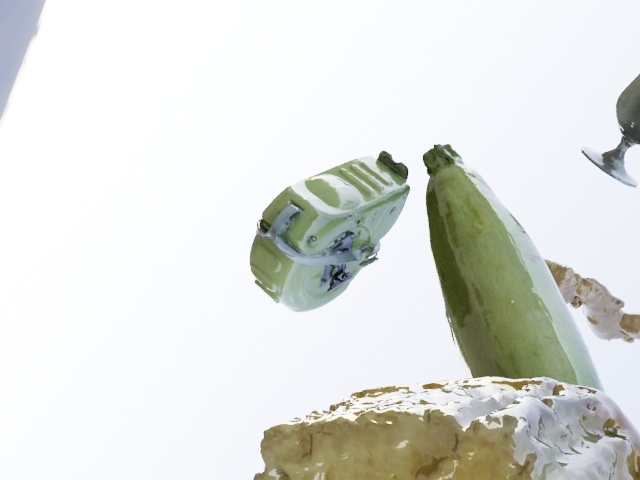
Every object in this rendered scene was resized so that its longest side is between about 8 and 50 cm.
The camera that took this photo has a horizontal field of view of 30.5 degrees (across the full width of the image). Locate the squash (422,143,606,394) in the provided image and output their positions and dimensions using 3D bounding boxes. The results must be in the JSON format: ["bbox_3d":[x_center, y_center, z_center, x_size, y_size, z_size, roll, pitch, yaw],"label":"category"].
[{"bbox_3d":[0.172,0.060,1.132,0.118,0.118,0.370,-52,-137,36],"label":"squash"}]

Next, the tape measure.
[{"bbox_3d":[0.000,0.000,1.190,0.087,0.177,0.154,43,-48,27],"label":"tape measure"}]

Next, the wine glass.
[{"bbox_3d":[0.481,-0.196,1.686,0.231,0.103,0.103,-56,-155,20],"label":"wine glass"}]

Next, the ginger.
[{"bbox_3d":[0.369,0.086,1.673,0.193,0.176,0.052,9,-115,29],"label":"ginger"}]

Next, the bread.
[{"bbox_3d":[0.111,0.159,0.676,0.262,0.204,0.162,41,-68,22],"label":"bread"}]
